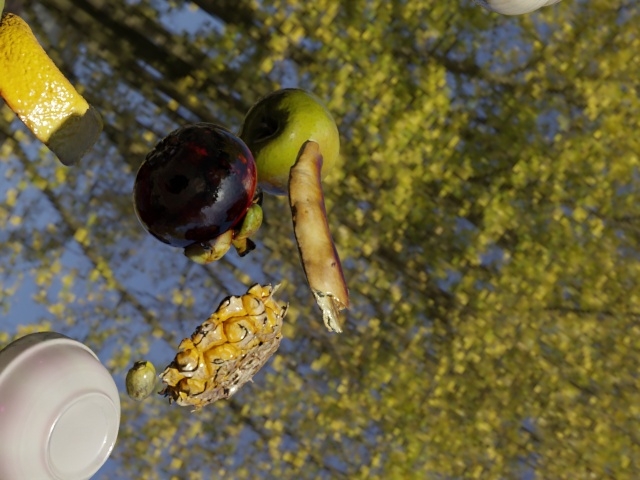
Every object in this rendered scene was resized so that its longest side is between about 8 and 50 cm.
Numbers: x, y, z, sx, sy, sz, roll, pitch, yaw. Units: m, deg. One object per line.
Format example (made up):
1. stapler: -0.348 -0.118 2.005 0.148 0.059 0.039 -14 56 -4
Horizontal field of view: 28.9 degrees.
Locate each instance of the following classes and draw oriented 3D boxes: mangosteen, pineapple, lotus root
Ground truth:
1. mangosteen: -0.155 -0.059 1.677 0.200 0.200 0.199 -34 -142 32
2. pineapple: -0.123 0.153 1.668 0.076 0.225 0.225 42 -80 17
3. lotus root: -0.318 0.253 2.199 0.054 0.049 0.099 -53 166 -44

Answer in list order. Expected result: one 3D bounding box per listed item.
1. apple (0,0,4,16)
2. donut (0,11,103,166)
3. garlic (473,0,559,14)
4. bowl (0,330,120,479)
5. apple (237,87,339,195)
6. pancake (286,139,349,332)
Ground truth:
1. apple: -0.507 -0.247 1.061 0.474 0.474 0.473 -34 -142 32
2. donut: -0.399 -0.202 1.762 0.101 0.259 0.152 -37 -152 -2
3. garlic: 0.203 -0.396 1.453 0.253 0.245 0.245 25 -98 39
4. bowl: -0.444 0.309 2.083 0.144 0.287 0.287 17 -105 36
5. apple: -0.055 -0.173 2.215 0.196 0.157 0.196 -15 -120 27
6. pancake: 0.000 0.000 1.708 0.056 0.257 0.212 -17 -170 10
